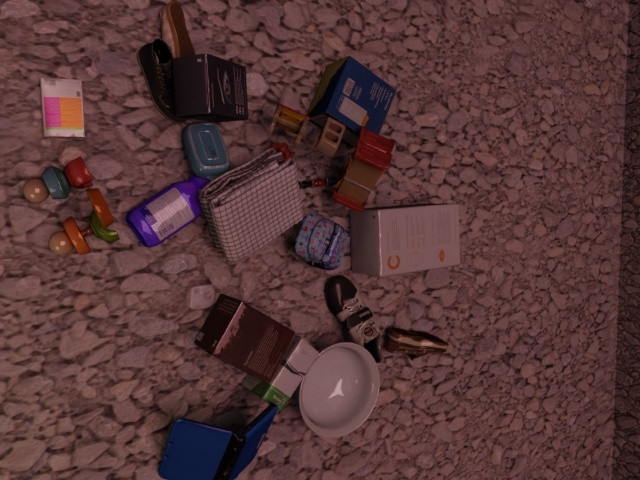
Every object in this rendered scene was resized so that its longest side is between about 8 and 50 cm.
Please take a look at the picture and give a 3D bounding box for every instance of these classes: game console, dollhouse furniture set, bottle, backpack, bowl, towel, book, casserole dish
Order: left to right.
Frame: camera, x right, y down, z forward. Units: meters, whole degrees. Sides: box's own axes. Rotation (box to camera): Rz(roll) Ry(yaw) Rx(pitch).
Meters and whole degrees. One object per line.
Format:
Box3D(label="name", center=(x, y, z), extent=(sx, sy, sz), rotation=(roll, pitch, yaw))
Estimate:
Box3D(label="book", center=(-0.647, -0.332, 1.440), extent=(0.096, 0.035, 0.144), rotation=(-3, 94, -27))
Box3D(label="bottle", center=(-0.386, -0.099, 1.572), extent=(0.282, 0.092, 0.118), rotation=(-39, 109, -23))
Box3D(label="casserole dish", center=(-0.314, -0.256, 1.592), extent=(0.114, 0.037, 0.189), rotation=(-11, 72, -29))
Box3D(label="game console", center=(-0.288, 0.565, 1.620), extent=(0.250, 0.173, 0.293), rotation=(-33, 153, -50))
Box3D(label="towel", center=(-0.193, -0.106, 1.622), extent=(0.283, 0.121, 0.235), rotation=(-36, 142, -23))
Box3D(label="backpack", center=(0.000, 0.000, 1.759), extent=(0.158, 0.116, 0.173), rotation=(-67, 153, -10))
Box3D(label="dollhouse furniture set", center=(0.016, -0.266, 1.735), extent=(0.373, 0.201, 0.152), rotation=(24, 45, -7))
Box3D(label="bowl", center=(0.034, 0.459, 1.830), extent=(0.297, 0.134, 0.298), rotation=(-2, 95, -29))

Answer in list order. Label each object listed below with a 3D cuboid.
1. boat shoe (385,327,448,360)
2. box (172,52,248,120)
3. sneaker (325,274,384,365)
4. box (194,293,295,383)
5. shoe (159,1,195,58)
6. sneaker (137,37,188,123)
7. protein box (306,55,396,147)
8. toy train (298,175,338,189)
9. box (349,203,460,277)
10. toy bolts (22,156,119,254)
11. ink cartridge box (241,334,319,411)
Box3D(label="boat shoe", center=(0.337, 0.377, 2.042), extent=(0.257, 0.095, 0.095), rotation=(16, 99, -24))
Box3D(label="box", center=(-0.292, -0.404, 1.545), extent=(0.207, 0.108, 0.153), rotation=(-12, 101, -67))
Box3D(label="sneaker", center=(0.130, 0.264, 1.874), extent=(0.122, 0.146, 0.331), rotation=(-31, 106, -24))
Box3D(label="box", center=(-0.217, 0.281, 1.652), extent=(0.203, 0.168, 0.167), rotation=(35, 76, -28))
Box3D(label="shoe", center=(-0.392, -0.533, 1.570), extent=(0.076, 0.058, 0.219), rotation=(-32, 116, -58))
Box3D(label="sneaker", center=(-0.408, -0.418, 1.524), extent=(0.083, 0.118, 0.222), rotation=(-36, 110, -24))
Box3D(label="protein box", center=(0.097, -0.431, 1.813), extent=(0.201, 0.136, 0.200), rotation=(27, 79, -29))
Box3D(label="toy train", center=(-0.005, -0.184, 1.825), extent=(0.158, 0.036, 0.027), rotation=(-12, 99, -30))
Box3D(label="box", center=(0.286, -0.010, 1.933), extent=(0.345, 0.168, 0.215), rotation=(-6, 96, -31))
Box3D(label="toy bolts", center=(-0.614, -0.083, 1.392), extent=(0.158, 0.218, 0.229), rotation=(-26, 88, -20))
Box3D(label="ink cartridge box", center=(-0.120, 0.384, 1.726), extent=(0.087, 0.153, 0.208), rotation=(43, 73, -26))
